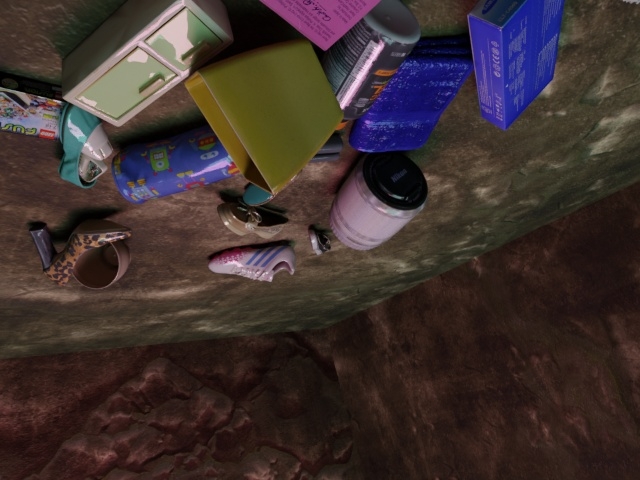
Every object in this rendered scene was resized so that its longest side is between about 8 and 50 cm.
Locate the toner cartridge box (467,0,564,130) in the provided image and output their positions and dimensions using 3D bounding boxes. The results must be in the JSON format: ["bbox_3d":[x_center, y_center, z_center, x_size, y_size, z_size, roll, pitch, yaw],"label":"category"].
[{"bbox_3d":[0.397,-0.382,0.818,0.165,0.075,0.348,-49,152,5],"label":"toner cartridge box"}]

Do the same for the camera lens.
[{"bbox_3d":[0.164,-0.116,1.197,0.220,0.219,0.274,-5,156,-24],"label":"camera lens"}]

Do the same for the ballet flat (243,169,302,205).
[{"bbox_3d":[-0.127,-0.155,1.121,0.206,0.073,0.067,-25,179,33],"label":"ballet flat"}]

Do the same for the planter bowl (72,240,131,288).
[{"bbox_3d":[-0.632,0.050,1.192,0.162,0.161,0.109,-20,-175,11],"label":"planter bowl"}]

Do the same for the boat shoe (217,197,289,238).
[{"bbox_3d":[-0.202,-0.073,1.236,0.089,0.104,0.285,-29,165,19],"label":"boat shoe"}]

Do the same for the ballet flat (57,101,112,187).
[{"bbox_3d":[-0.458,-0.181,0.801,0.087,0.083,0.247,32,143,-18],"label":"ballet flat"}]

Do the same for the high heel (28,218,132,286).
[{"bbox_3d":[-0.631,0.039,1.110,0.262,0.093,0.186,-3,119,-2],"label":"high heel"}]

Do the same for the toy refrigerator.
[{"bbox_3d":[-0.277,-0.296,0.640,0.270,0.094,0.102,-25,156,21],"label":"toy refrigerator"}]

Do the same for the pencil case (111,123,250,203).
[{"bbox_3d":[-0.289,-0.179,0.880,0.307,0.133,0.119,-16,-178,5],"label":"pencil case"}]

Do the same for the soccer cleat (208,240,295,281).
[{"bbox_3d":[-0.254,0.096,1.536,0.332,0.143,0.116,-11,158,-10],"label":"soccer cleat"}]

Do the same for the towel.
[{"bbox_3d":[0.204,-0.315,0.935,0.228,0.076,0.308,-11,158,-13],"label":"towel"}]

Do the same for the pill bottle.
[{"bbox_3d":[0.065,-0.320,0.761,0.131,0.130,0.245,-3,156,-28],"label":"pill bottle"}]

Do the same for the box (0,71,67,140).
[{"bbox_3d":[-0.555,-0.235,0.681,0.207,0.036,0.114,3,152,-39],"label":"box"}]

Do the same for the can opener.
[{"bbox_3d":[-0.077,-0.200,1.002,0.284,0.095,0.076,-8,158,-17],"label":"can opener"}]

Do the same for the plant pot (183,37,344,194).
[{"bbox_3d":[-0.089,-0.233,0.712,0.187,0.212,0.212,-36,116,-11],"label":"plant pot"}]

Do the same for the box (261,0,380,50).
[{"bbox_3d":[-0.051,-0.367,0.415,0.117,0.242,0.214,-30,155,33],"label":"box"}]

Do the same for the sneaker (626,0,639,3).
[{"bbox_3d":[0.690,-0.521,0.723,0.294,0.102,0.146,-12,157,-8],"label":"sneaker"}]

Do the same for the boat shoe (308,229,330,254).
[{"bbox_3d":[0.000,0.000,1.572,0.070,0.077,0.219,-16,166,4],"label":"boat shoe"}]
